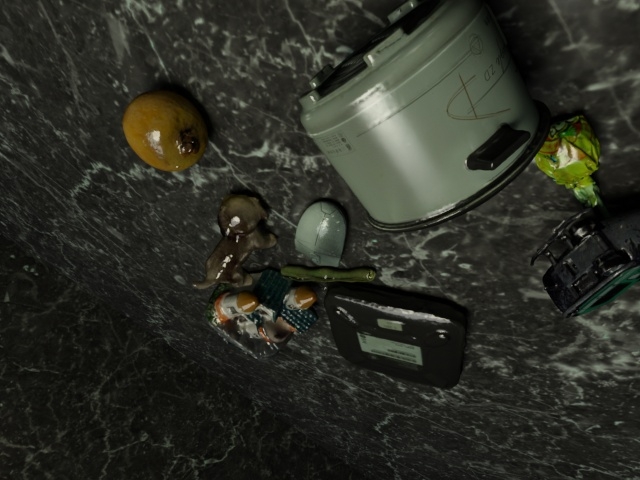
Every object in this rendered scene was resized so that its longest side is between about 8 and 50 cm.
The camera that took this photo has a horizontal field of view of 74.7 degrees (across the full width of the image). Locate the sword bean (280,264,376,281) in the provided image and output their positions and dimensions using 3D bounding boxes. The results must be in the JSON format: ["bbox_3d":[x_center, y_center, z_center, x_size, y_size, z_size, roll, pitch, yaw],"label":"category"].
[{"bbox_3d":[0.015,0.082,1.030,0.269,0.038,0.043,-2,145,36],"label":"sword bean"}]

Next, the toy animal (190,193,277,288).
[{"bbox_3d":[-0.196,0.002,0.966,0.121,0.233,0.168,29,-172,18],"label":"toy animal"}]

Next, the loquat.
[{"bbox_3d":[-0.286,-0.203,0.781,0.163,0.137,0.163,22,132,26],"label":"loquat"}]

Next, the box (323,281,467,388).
[{"bbox_3d":[0.187,0.247,1.077,0.359,0.091,0.350,9,142,23],"label":"box"}]

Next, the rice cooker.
[{"bbox_3d":[0.120,-0.138,0.492,0.227,0.241,0.280,50,177,-21],"label":"rice cooker"}]

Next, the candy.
[{"bbox_3d":[0.370,-0.061,0.575,0.073,0.077,0.262,-27,127,33],"label":"candy"}]

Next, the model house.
[{"bbox_3d":[-0.130,0.198,1.149,0.301,0.190,0.271,-19,123,46],"label":"model house"}]

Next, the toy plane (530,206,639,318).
[{"bbox_3d":[0.411,-0.004,0.539,0.155,0.106,0.382,-1,138,-18],"label":"toy plane"}]

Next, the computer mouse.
[{"bbox_3d":[-0.002,0.003,0.910,0.113,0.068,0.229,24,146,9],"label":"computer mouse"}]
